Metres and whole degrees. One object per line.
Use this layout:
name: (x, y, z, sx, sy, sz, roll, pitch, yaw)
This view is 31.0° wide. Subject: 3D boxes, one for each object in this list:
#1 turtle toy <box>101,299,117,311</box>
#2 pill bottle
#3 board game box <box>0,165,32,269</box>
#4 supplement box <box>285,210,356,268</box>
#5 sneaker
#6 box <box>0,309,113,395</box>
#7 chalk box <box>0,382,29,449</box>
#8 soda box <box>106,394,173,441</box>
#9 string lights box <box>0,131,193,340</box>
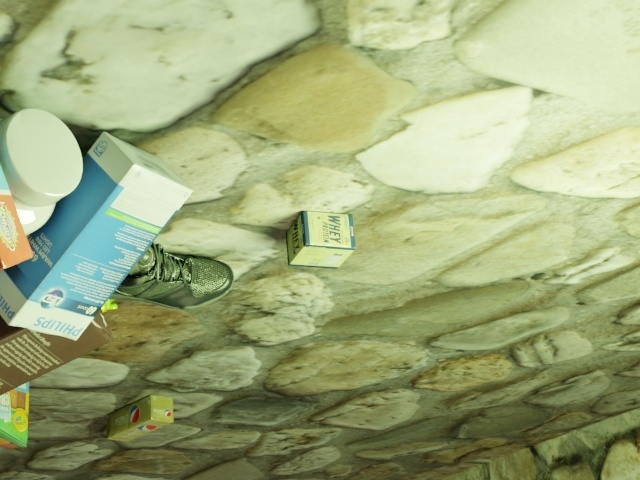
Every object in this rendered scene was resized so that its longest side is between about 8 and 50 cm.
turtle toy: (-0.365, 0.085, 1.855, 0.130, 0.066, 0.095, -5, 180, -7)
pill bottle: (-0.419, -0.059, 1.408, 0.272, 0.152, 0.152, -24, 150, 35)
board game box: (-0.509, -0.051, 1.309, 0.316, 0.242, 0.064, -15, -172, 19)
supplement box: (0.000, 0.000, 1.753, 0.083, 0.056, 0.083, 4, 155, -20)
sneaker: (-0.239, 0.049, 1.774, 0.227, 0.087, 0.130, 7, 161, -14)
box: (-0.441, 0.096, 1.672, 0.203, 0.167, 0.168, -26, 155, -2)
chalk box: (-0.597, 0.255, 1.915, 0.179, 0.289, 0.180, -8, 157, 6)
soda box: (-0.404, 0.396, 2.569, 0.061, 0.058, 0.181, 16, 148, -40)
string lights box: (-0.296, 0.000, 1.478, 0.260, 0.077, 0.133, -50, 150, 8)
